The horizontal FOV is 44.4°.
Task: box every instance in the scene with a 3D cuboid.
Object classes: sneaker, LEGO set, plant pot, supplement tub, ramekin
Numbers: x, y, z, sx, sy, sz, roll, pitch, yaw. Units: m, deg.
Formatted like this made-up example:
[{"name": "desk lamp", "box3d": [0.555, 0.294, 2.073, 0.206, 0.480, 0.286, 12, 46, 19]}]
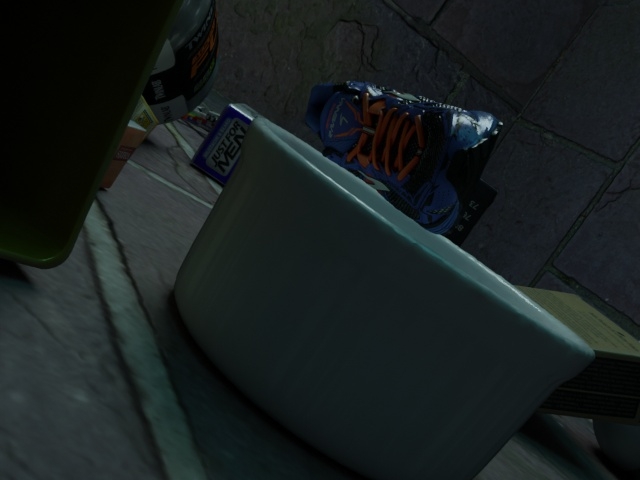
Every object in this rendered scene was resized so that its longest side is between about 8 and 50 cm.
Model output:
[{"name": "sneaker", "box3d": [0.042, -0.063, 0.518, 0.087, 0.083, 0.221, 18, 7, -19]}, {"name": "LEGO set", "box3d": [-0.264, -0.245, 1.506, 0.182, 0.060, 0.244, 22, 8, -5]}, {"name": "plant pot", "box3d": [-0.222, -0.134, 0.395, 0.187, 0.212, 0.212, 23, -1, 38]}, {"name": "supplement tub", "box3d": [-0.216, -0.264, 0.909, 0.193, 0.194, 0.316, 34, -8, 0]}, {"name": "ramekin", "box3d": [0.033, 0.046, 0.548, 0.277, 0.135, 0.277, 35, 8, -5]}]

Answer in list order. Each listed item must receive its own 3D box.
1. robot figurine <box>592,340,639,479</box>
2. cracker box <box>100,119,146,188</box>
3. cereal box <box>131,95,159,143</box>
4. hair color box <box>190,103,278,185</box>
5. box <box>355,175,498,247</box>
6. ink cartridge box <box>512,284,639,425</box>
[{"name": "robot figurine", "box3d": [0.496, 0.254, 0.987, 0.353, 0.200, 0.300, 36, 37, 8]}, {"name": "cracker box", "box3d": [-0.271, -0.134, 0.620, 0.232, 0.067, 0.155, 36, 6, 7]}, {"name": "cereal box", "box3d": [-0.263, -0.198, 0.725, 0.173, 0.047, 0.240, 31, -19, 25]}, {"name": "hair color box", "box3d": [-0.012, -0.068, 1.167, 0.338, 0.110, 0.185, 36, 9, -5]}, {"name": "box", "box3d": [0.102, -0.028, 1.021, 0.153, 0.207, 0.108, 35, 7, -7]}, {"name": "ink cartridge box", "box3d": [0.253, 0.123, 0.939, 0.193, 0.088, 0.235, 9, 12, -7]}]
